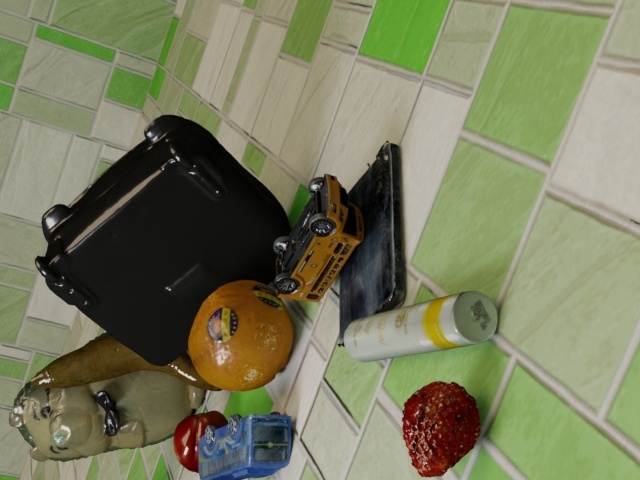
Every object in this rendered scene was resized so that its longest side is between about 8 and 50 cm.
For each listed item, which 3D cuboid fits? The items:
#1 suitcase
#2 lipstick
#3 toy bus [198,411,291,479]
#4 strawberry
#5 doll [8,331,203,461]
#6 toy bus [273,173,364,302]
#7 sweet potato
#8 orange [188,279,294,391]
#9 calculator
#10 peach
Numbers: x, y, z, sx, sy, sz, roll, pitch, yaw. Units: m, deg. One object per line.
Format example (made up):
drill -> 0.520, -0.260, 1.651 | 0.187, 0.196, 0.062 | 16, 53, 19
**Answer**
suitcase -> -0.242, 0.009, 1.672 | 0.345, 0.339, 0.188 | -39, 30, 9
lipstick -> 0.106, 0.102, 1.165 | 0.264, 0.059, 0.059 | 156, 128, -64
toy bus -> -0.116, 0.317, 1.551 | 0.236, 0.079, 0.094 | -35, 59, 59
strawberry -> 0.119, 0.193, 1.031 | 0.083, 0.083, 0.096 | -52, 19, 44
doll -> -0.399, 0.292, 1.909 | 0.247, 0.349, 0.247 | 163, 90, -81
toy bus -> 0.000, 0.000, 1.413 | 0.194, 0.088, 0.083 | 122, 155, -43
sweet potato -> -0.326, 0.214, 1.793 | 0.079, 0.346, 0.108 | 101, 169, -60
orange -> -0.121, 0.147, 1.569 | 0.177, 0.155, 0.178 | -42, 36, 41
calculator -> 0.066, 0.004, 1.392 | 0.161, 0.021, 0.262 | 131, 149, -49
peach -> -0.195, 0.337, 1.701 | 0.101, 0.100, 0.101 | -50, 31, 46
